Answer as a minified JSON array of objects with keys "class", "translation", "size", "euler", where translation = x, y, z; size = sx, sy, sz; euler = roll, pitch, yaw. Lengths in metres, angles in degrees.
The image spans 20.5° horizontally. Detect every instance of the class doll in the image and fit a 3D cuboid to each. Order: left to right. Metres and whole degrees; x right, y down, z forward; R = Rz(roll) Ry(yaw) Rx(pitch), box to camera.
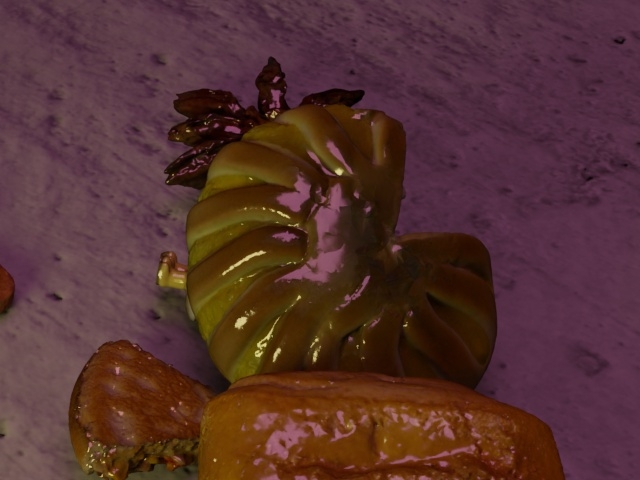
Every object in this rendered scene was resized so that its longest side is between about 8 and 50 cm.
[{"class":"doll","translation":[-0.064,0.049,1.772],"size":[0.207,0.081,0.129],"euler":[8,7,1]}]

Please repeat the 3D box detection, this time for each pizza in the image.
[{"class":"pizza","translation":[-0.134,0.172,1.637],"size":[0.199,0.062,0.188],"euler":[13,32,-3]}]

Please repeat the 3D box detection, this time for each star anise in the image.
[{"class":"star anise","translation":[-0.056,-0.111,1.962],"size":[0.288,0.088,0.288],"euler":[2,40,-2]}]

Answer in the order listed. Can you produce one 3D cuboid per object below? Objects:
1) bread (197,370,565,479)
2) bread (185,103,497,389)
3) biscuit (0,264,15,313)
[{"class":"bread","translation":[0.058,0.254,1.445],"size":[0.328,0.148,0.337],"euler":[4,57,-3]},{"class":"bread","translation":[0.024,0.031,1.661],"size":[0.333,0.160,0.333],"euler":[7,68,-19]},{"class":"biscuit","translation":[-0.398,0.014,1.804],"size":[0.186,0.036,0.192],"euler":[6,39,-5]}]
